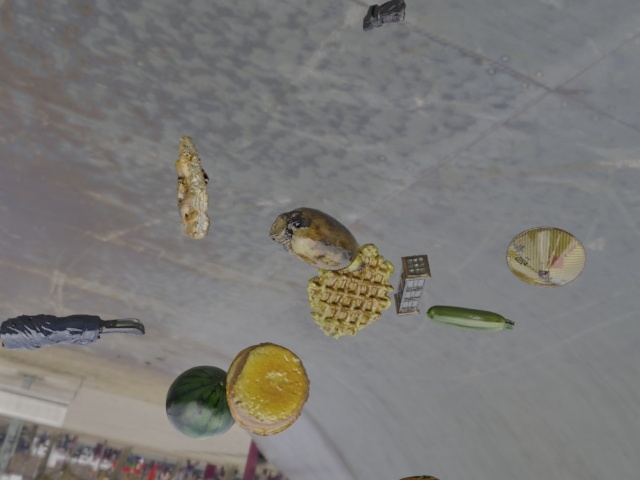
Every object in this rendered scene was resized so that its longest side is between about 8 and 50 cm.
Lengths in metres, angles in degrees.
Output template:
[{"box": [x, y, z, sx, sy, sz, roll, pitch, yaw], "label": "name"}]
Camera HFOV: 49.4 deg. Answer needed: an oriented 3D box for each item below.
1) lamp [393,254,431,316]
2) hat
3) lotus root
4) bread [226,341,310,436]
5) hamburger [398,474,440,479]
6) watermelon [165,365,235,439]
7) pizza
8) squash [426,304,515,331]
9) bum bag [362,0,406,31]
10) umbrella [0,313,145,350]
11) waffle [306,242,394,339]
[{"box": [0.311, 0.160, 2.377, 0.089, 0.090, 0.325, -6, 153, -2], "label": "lamp"}, {"box": [0.550, 0.066, 1.709, 0.193, 0.082, 0.193, 12, 131, 14], "label": "hat"}, {"box": [0.000, 0.000, 1.847, 0.314, 0.142, 0.169, 27, 179, -34], "label": "lotus root"}, {"box": [-0.147, 0.418, 1.980, 0.268, 0.269, 0.146, 13, 162, -3], "label": "bread"}, {"box": [0.268, 0.714, 1.845, 0.181, 0.191, 0.118, 11, 128, 33], "label": "hamburger"}, {"box": [-0.371, 0.516, 2.218, 0.242, 0.243, 0.242, 10, 159, 4], "label": "watermelon"}, {"box": [-0.367, -0.145, 1.973, 0.071, 0.297, 0.189, -6, -162, -23], "label": "pizza"}, {"box": [0.428, 0.226, 2.000, 0.251, 0.066, 0.066, 5, 158, 19], "label": "squash"}, {"box": [0.131, -0.468, 1.432, 0.034, 0.058, 0.124, 9, 175, -42], "label": "bum bag"}, {"box": [-0.448, 0.158, 1.265, 0.248, 0.071, 0.071, -5, 164, -17], "label": "umbrella"}, {"box": [0.099, 0.151, 2.169, 0.068, 0.325, 0.302, 20, 139, 51], "label": "waffle"}]
